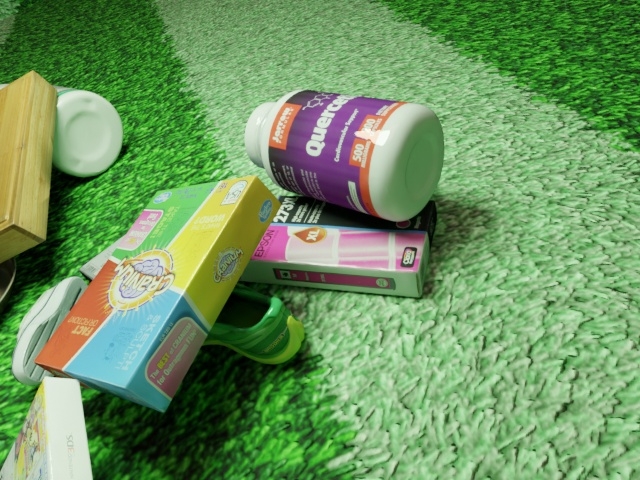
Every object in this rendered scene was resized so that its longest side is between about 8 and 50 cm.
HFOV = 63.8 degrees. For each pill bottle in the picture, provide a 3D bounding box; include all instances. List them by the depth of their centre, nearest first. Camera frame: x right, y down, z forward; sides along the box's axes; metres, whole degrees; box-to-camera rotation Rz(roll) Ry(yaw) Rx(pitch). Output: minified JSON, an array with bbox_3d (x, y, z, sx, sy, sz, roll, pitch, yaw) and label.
[{"bbox_3d":[0.028,-0.152,0.860,0.323,0.181,0.181,19,51,35],"label":"pill bottle"},{"bbox_3d":[-0.686,-0.288,1.288,0.361,0.204,0.204,18,50,31],"label":"pill bottle"}]

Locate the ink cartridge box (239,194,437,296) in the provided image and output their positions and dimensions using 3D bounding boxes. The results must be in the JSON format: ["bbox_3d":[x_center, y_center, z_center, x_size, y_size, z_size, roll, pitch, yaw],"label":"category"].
[{"bbox_3d":[0.000,0.000,0.880,0.371,0.069,0.175,2,43,21],"label":"ink cartridge box"}]

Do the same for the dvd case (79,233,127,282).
[{"bbox_3d":[-0.306,0.018,0.969,0.179,0.029,0.239,23,53,35],"label":"dvd case"}]

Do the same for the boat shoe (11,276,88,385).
[{"bbox_3d":[-0.446,0.151,0.836,0.076,0.083,0.226,-21,28,11],"label":"boat shoe"}]

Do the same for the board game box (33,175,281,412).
[{"bbox_3d":[-0.220,0.056,0.710,0.242,0.064,0.316,-3,49,40],"label":"board game box"}]

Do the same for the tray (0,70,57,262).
[{"bbox_3d":[-0.637,-0.141,1.016,0.203,0.076,0.410,-24,57,12],"label":"tray"}]

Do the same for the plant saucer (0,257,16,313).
[{"bbox_3d":[-0.704,0.128,0.946,0.311,0.050,0.310,-8,41,7],"label":"plant saucer"}]

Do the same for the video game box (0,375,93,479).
[{"bbox_3d":[-0.309,0.291,0.567,0.048,0.187,0.205,14,25,-38],"label":"video game box"}]

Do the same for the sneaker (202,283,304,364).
[{"bbox_3d":[-0.168,0.102,0.763,0.296,0.123,0.109,2,44,19],"label":"sneaker"}]
